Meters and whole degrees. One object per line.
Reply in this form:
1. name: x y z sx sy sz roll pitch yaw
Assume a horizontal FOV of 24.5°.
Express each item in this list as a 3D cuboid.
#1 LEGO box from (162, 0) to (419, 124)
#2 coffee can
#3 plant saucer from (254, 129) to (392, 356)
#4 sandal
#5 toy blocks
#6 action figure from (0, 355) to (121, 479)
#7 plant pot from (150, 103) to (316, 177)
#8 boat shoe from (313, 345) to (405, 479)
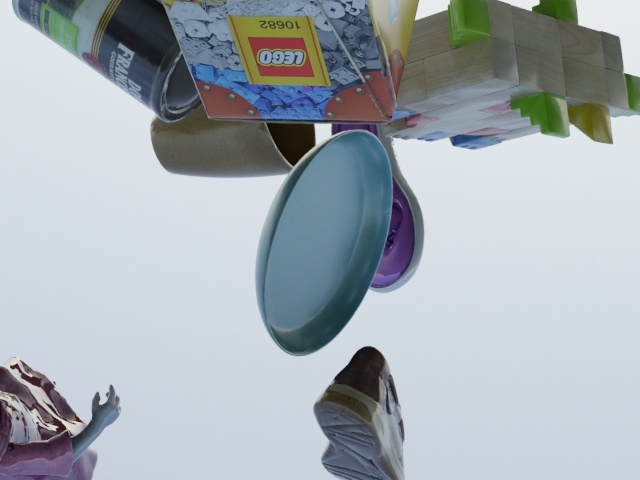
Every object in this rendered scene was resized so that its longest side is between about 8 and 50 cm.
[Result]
1. LEGO box: -0.006 -0.419 1.390 0.193 0.372 0.500 3 -125 16
2. coffee can: -0.272 -0.327 2.115 0.275 0.201 0.201 35 -143 14
3. plant saucer: 0.000 0.000 1.993 0.043 0.318 0.317 18 -149 28
4. sandal: 0.063 -0.084 2.480 0.102 0.169 0.416 21 -141 -35
5. toy blocks: 0.185 -0.192 1.800 0.261 0.191 0.381 -12 169 40
6. action figure: -0.402 0.231 1.770 0.248 0.276 0.370 35 176 11
7. plant pot: -0.171 -0.210 2.677 0.254 0.237 0.237 -13 -157 22
8. boat shoe: 0.069 0.247 2.009 0.123 0.342 0.123 17 -116 19
